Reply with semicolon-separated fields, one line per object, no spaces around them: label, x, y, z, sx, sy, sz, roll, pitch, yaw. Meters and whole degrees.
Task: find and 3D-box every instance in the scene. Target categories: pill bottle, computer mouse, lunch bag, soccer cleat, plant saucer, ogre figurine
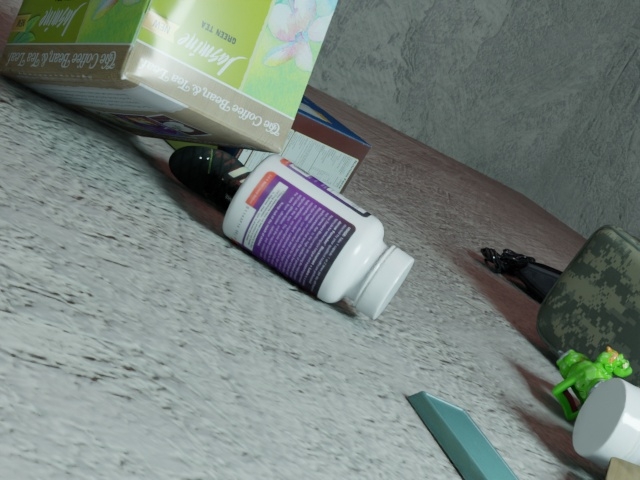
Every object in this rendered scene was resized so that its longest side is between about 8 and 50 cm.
pill bottle;0.380;0.235;1.319;0.222;0.124;0.124;28;11;-12
computer mouse;0.426;0.091;2.272;0.272;0.072;0.188;24;7;31
pill bottle;0.000;0.000;1.357;0.193;0.108;0.108;34;11;9
lunch bag;0.494;0.153;1.765;0.256;0.212;0.305;25;14;-31
soccer cleat;-0.097;-0.055;1.481;0.179;0.060;0.072;28;24;-20
plant saucer;0.139;0.191;1.125;0.067;0.018;0.192;27;11;-24
ogre figurine;0.344;0.195;1.504;0.118;0.097;0.197;47;22;-17

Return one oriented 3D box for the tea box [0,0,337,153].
tea box;-0.159;-0.289;1.421;0.220;0.323;0.329;22;-7;-36

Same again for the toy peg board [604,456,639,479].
toy peg board;0.333;0.280;1.165;0.161;0.079;0.161;18;7;14

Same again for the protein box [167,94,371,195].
protein box;-0.081;-0.142;1.695;0.201;0.136;0.200;21;15;-44
